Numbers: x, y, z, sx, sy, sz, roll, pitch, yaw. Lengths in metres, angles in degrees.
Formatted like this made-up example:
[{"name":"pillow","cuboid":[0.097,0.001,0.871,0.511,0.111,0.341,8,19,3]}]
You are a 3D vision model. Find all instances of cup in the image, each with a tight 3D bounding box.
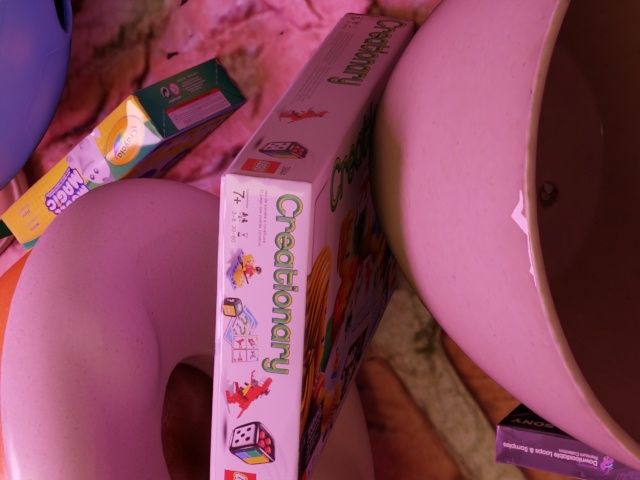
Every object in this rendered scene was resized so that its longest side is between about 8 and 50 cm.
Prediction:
[{"name":"cup","cuboid":[0.160,-0.042,1.033,0.237,0.331,0.331,6,113,55]}]

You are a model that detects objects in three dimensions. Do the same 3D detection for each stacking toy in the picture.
[{"name":"stacking toy","cuboid":[-0.233,0.179,1.286,0.480,0.350,0.350,-17,99,31]}]

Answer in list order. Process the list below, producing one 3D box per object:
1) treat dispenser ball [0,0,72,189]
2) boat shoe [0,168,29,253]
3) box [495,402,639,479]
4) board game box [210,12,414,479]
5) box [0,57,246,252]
[{"name":"treat dispenser ball","cuboid":[-0.308,-0.139,1.261,0.288,0.288,0.288,11,114,27]},{"name":"boat shoe","cuboid":[-0.333,0.006,1.452,0.285,0.089,0.104,-30,91,35]},{"name":"box","cuboid":[0.188,0.101,1.134,0.116,0.162,0.029,8,112,28]},{"name":"board game box","cuboid":[0.000,0.000,1.121,0.053,0.305,0.193,7,114,10]},{"name":"box","cuboid":[-0.142,-0.049,1.308,0.179,0.105,0.043,-36,88,36]}]
